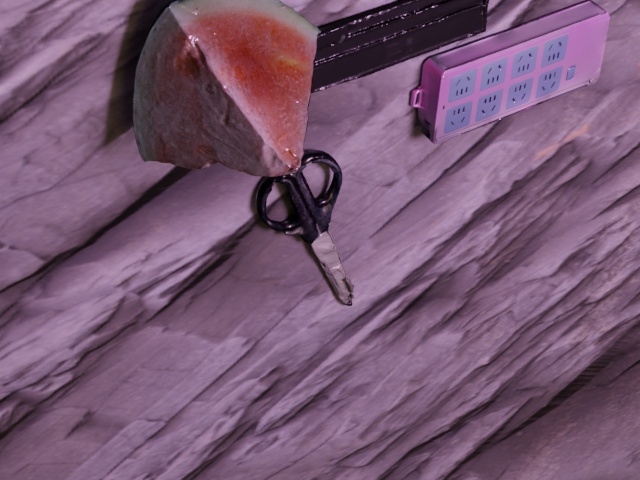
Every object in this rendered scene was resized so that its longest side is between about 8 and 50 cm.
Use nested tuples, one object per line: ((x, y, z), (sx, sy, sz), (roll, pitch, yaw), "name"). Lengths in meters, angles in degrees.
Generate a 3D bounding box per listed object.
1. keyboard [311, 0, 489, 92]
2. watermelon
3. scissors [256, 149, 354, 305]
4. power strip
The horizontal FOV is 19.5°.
((0.087, -0.230, 2.074), (0.250, 0.017, 0.087), (-23, 137, -27), "keyboard")
((-0.081, -0.149, 1.896), (0.207, 0.202, 0.136), (-17, 175, -28), "watermelon")
((0.000, 0.000, 2.212), (0.109, 0.022, 0.300), (-33, 142, -8), "scissors")
((0.229, -0.201, 2.216), (0.279, 0.037, 0.109), (-22, 138, -27), "power strip")
